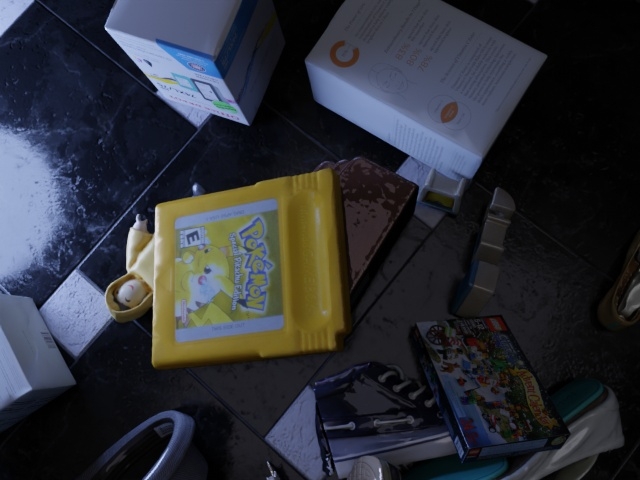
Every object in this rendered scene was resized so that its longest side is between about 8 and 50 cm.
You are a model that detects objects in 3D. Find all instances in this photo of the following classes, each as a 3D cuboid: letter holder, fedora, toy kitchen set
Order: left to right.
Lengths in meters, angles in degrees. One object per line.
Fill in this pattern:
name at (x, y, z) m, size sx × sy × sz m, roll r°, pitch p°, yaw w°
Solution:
fedora at (-0.290, 0.411, 0.913) m, size 0.275 × 0.244 × 0.124 m, roll -41°, pitch 107°, yaw -12°
letter holder at (0.000, 0.000, 0.981) m, size 0.214 × 0.152 × 0.301 m, roll 31°, pitch 83°, yaw 12°
toy kitchen set at (0.231, 0.004, 0.995) m, size 0.166 × 0.122 × 0.207 m, roll 19°, pitch 61°, yaw 9°

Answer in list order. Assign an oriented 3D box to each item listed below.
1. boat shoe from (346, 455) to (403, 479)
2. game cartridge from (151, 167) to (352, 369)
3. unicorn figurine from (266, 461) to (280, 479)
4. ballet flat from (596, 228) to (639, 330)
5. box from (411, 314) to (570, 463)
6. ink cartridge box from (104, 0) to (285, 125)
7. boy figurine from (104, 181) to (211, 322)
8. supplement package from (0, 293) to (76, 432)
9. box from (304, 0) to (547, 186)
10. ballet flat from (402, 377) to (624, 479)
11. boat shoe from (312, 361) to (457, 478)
boat shoe at (0.082, 0.407, 0.849) m, size 0.092 × 0.285 × 0.102 m, roll 10°, pitch 45°, yaw -7°
game cartridge at (-0.117, 0.048, 0.892) m, size 0.324 × 0.053 × 0.285 m, roll -11°, pitch 72°, yaw 19°
unicorn figurine at (-0.061, 0.464, 0.928) m, size 0.111 × 0.060 × 0.162 m, roll 39°, pitch 48°, yaw -15°
ballet flat at (0.557, 0.055, 0.958) m, size 0.080 × 0.073 × 0.232 m, roll 30°, pitch 83°, yaw 10°
box at (0.256, 0.221, 0.883) m, size 0.159 × 0.044 × 0.233 m, roll -4°, pitch 41°, yaw -11°
ink cartridge box at (-0.204, -0.367, 1.009) m, size 0.198 × 0.270 × 0.197 m, roll 19°, pitch 83°, yaw 9°
boy figurine at (-0.289, 0.026, 1.032) m, size 0.177 × 0.092 × 0.285 m, roll 42°, pitch 82°, yaw 9°
supplement package at (-0.589, 0.229, 0.986) m, size 0.203 × 0.149 × 0.194 m, roll -32°, pitch 78°, yaw -2°
box at (0.178, -0.289, 1.012) m, size 0.345 × 0.168 × 0.215 m, roll 32°, pitch 84°, yaw 10°
ballet flat at (0.312, 0.369, 0.899) m, size 0.400 × 0.139 × 0.139 m, roll -28°, pitch 78°, yaw -2°
boat shoe at (0.147, 0.266, 0.923) m, size 0.341 × 0.127 × 0.158 m, roll -17°, pitch 85°, yaw 2°
